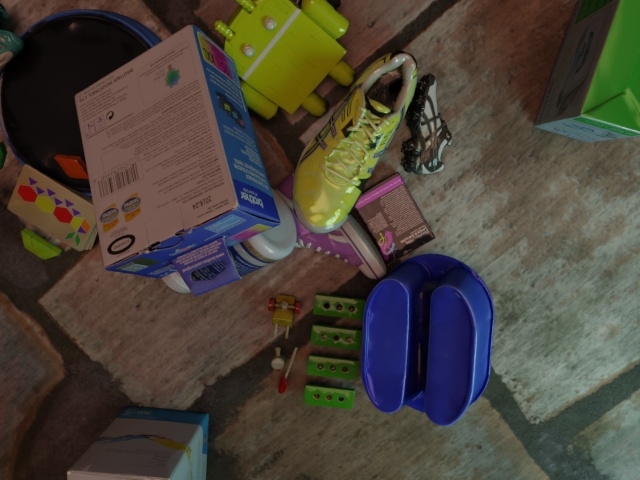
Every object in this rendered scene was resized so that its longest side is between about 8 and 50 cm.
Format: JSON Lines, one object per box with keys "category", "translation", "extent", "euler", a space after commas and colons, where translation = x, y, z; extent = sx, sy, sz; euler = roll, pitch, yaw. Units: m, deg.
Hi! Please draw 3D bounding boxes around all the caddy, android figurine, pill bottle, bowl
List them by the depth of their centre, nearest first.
{"category": "android figurine", "translation": [-0.067, -0.349, 1.022], "extent": [0.273, 0.056, 0.248], "euler": [32, 117, -33]}
{"category": "pill bottle", "translation": [-0.191, 0.005, 1.065], "extent": [0.265, 0.153, 0.153], "euler": [-25, 97, 30]}
{"category": "caddy", "translation": [0.217, 0.200, 1.098], "extent": [0.242, 0.179, 0.341], "euler": [6, 99, 24]}
{"category": "bowl", "translation": [-0.466, -0.274, 1.112], "extent": [0.392, 0.077, 0.390], "euler": [0, 97, 3]}

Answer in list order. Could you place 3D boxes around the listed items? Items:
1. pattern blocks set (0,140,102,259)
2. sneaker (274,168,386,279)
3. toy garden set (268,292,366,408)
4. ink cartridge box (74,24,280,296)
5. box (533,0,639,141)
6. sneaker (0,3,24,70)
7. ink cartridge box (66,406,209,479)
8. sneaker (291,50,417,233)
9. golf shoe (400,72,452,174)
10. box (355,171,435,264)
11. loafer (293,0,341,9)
{"category": "pattern blocks set", "translation": [-0.535, -0.063, 1.115], "extent": [0.325, 0.026, 0.285], "euler": [41, 121, -18]}
{"category": "sneaker", "translation": [0.000, 0.000, 1.123], "extent": [0.161, 0.102, 0.282], "euler": [-43, 83, 11]}
{"category": "toy garden set", "translation": [-0.018, 0.230, 1.176], "extent": [0.204, 0.049, 0.244], "euler": [7, 99, 0]}
{"category": "ink cartridge box", "translation": [-0.241, -0.110, 0.918], "extent": [0.270, 0.151, 0.395], "euler": [-22, 72, 20]}
{"category": "box", "translation": [0.523, -0.322, 0.980], "extent": [0.127, 0.231, 0.261], "euler": [16, 99, 0]}
{"category": "sneaker", "translation": [-0.672, -0.433, 1.070], "extent": [0.110, 0.107, 0.275], "euler": [-38, 72, -9]}
{"category": "ink cartridge box", "translation": [-0.360, 0.496, 1.115], "extent": [0.197, 0.270, 0.198], "euler": [5, 98, 2]}
{"category": "sneaker", "translation": [0.058, -0.194, 1.017], "extent": [0.145, 0.147, 0.384], "euler": [26, 81, -4]}
{"category": "golf shoe", "translation": [0.221, -0.231, 1.095], "extent": [0.094, 0.077, 0.198], "euler": [5, 103, -12]}
{"category": "box", "translation": [0.150, -0.046, 1.138], "extent": [0.116, 0.029, 0.162], "euler": [-29, 94, 7]}
{"category": "loafer", "translation": [0.015, -0.496, 1.047], "extent": [0.095, 0.109, 0.302], "euler": [22, 96, -6]}
